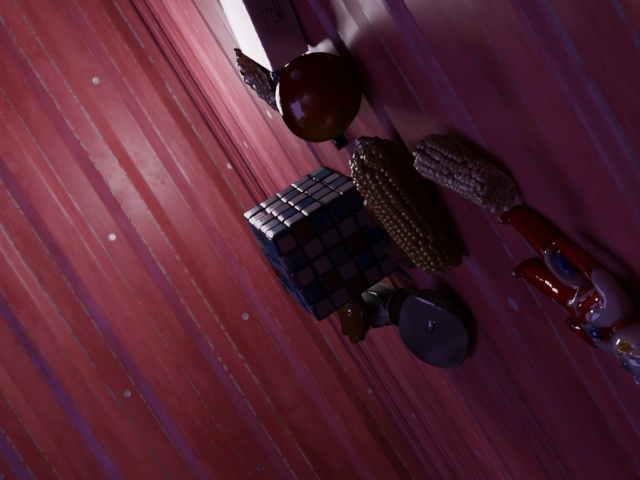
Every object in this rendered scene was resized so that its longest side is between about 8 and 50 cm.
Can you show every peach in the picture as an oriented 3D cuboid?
[{"bbox_3d":[-0.002,-0.305,1.598,0.197,0.197,0.197,54,169,16],"label":"peach"}]

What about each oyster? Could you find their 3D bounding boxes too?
[{"bbox_3d":[-0.179,-0.454,2.225,0.133,0.072,0.209,48,168,52],"label":"oyster"}]

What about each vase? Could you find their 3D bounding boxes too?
[{"bbox_3d":[0.181,0.190,2.265,0.165,0.165,0.360,59,164,-7],"label":"vase"}]

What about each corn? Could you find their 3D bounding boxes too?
[{"bbox_3d":[0.174,-0.073,1.603,0.347,0.130,0.130,56,170,-13],"label":"corn"},{"bbox_3d":[0.240,-0.118,1.306,0.211,0.087,0.087,41,160,50],"label":"corn"}]

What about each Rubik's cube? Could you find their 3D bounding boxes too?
[{"bbox_3d":[0.000,0.000,2.140,0.287,0.293,0.292,62,167,-24],"label":"Rubik's cube"}]

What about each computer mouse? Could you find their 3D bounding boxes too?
[{"bbox_3d":[0.285,0.236,1.953,0.197,0.095,0.331,27,156,18],"label":"computer mouse"}]

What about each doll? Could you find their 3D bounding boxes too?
[{"bbox_3d":[0.407,0.091,1.162,0.384,0.099,0.188,48,165,54],"label":"doll"}]

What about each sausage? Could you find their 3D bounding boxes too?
[{"bbox_3d":[0.222,0.089,2.136,0.100,0.015,0.015,42,162,53],"label":"sausage"}]

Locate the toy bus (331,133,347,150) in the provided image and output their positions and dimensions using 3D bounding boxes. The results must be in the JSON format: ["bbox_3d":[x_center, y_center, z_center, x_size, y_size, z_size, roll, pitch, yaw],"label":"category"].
[{"bbox_3d":[0.027,-0.275,1.928,0.110,0.031,0.043,56,171,13],"label":"toy bus"}]

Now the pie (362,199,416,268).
[{"bbox_3d":[0.179,-0.022,1.911,0.219,0.054,0.204,56,169,6],"label":"pie"}]

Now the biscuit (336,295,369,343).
[{"bbox_3d":[0.093,0.213,2.255,0.215,0.034,0.182,103,149,-51],"label":"biscuit"}]

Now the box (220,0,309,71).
[{"bbox_3d":[-0.150,-0.541,1.755,0.194,0.111,0.261,42,159,53],"label":"box"}]

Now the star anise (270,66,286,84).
[{"bbox_3d":[-0.041,-0.355,1.836,0.204,0.061,0.181,35,-170,-22],"label":"star anise"}]
